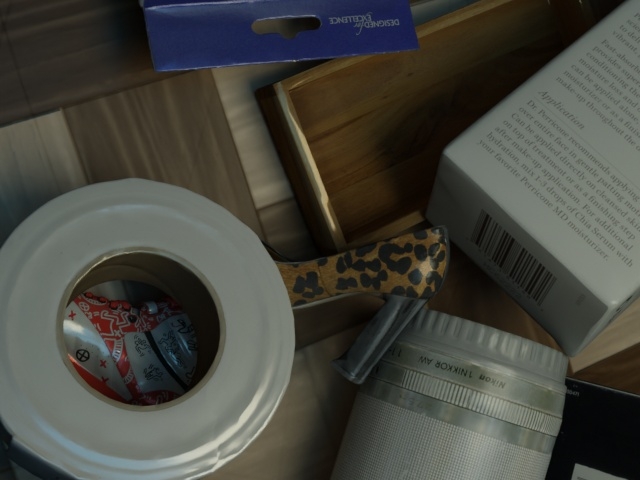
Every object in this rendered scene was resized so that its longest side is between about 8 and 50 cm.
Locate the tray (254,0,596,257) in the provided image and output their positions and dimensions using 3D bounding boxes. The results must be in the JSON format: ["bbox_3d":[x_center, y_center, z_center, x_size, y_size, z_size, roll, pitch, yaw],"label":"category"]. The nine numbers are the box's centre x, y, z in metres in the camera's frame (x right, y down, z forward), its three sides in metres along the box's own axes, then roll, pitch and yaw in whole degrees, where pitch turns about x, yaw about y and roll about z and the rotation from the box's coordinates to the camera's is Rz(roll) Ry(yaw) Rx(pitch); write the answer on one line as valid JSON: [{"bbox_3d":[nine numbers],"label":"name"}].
[{"bbox_3d":[0.149,-0.154,1.169,0.411,0.076,0.203,-25,101,-18],"label":"tray"}]

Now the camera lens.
[{"bbox_3d":[0.135,0.227,1.093,0.219,0.219,0.274,20,84,-21],"label":"camera lens"}]

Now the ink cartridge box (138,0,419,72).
[{"bbox_3d":[-0.052,-0.340,1.049,0.303,0.072,0.307,-10,77,-22],"label":"ink cartridge box"}]

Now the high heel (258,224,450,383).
[{"bbox_3d":[0.000,0.000,1.053,0.261,0.093,0.186,38,105,11],"label":"high heel"}]

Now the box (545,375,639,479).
[{"bbox_3d":[0.381,0.337,1.169,0.294,0.182,0.296,21,83,-44],"label":"box"}]

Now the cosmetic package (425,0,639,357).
[{"bbox_3d":[0.355,-0.116,1.080,0.453,0.161,0.230,-38,72,-16],"label":"cosmetic package"}]

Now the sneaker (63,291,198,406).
[{"bbox_3d":[-0.219,0.089,1.029,0.270,0.090,0.145,44,54,-2],"label":"sneaker"}]

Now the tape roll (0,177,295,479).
[{"bbox_3d":[-0.171,0.091,0.926,0.286,0.100,0.286,7,70,-18],"label":"tape roll"}]
